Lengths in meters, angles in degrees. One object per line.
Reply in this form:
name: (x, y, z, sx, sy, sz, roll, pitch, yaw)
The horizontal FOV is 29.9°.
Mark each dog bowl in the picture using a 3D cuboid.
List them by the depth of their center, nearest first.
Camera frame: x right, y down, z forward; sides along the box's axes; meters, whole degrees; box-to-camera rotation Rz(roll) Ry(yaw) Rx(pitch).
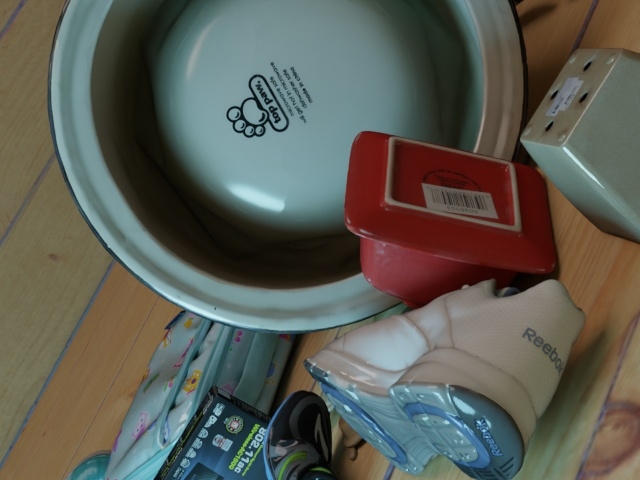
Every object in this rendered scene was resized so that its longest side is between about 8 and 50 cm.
dog bowl: (-0.024, -0.127, 1.075, 0.408, 0.408, 0.150, -57, -3, 4)

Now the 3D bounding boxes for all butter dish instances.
butter dish: (0.090, 0.002, 0.935, 0.160, 0.160, 0.118, -82, 5, -57)

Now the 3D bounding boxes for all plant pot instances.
plant pot: (0.197, -0.068, 0.775, 0.109, 0.096, 0.109, -58, 16, 1)

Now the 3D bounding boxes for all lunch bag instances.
lunch bag: (-0.127, 0.166, 1.316, 0.224, 0.108, 0.279, -44, 21, 43)

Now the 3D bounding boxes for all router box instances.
router box: (-0.094, 0.214, 1.153, 0.122, 0.092, 0.038, -58, 16, 3)

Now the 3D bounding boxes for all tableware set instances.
tableware set: (0.048, 0.107, 1.053, 0.169, 0.020, 0.141, -57, 13, 11)

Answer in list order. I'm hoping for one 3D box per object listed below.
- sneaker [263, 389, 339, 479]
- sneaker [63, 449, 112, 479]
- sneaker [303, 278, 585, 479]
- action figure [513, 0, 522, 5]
sneaker: (-0.007, 0.200, 0.975, 0.078, 0.067, 0.188, -41, 28, 33)
sneaker: (-0.296, 0.400, 1.422, 0.302, 0.108, 0.121, -65, 15, 7)
sneaker: (0.088, 0.092, 0.850, 0.129, 0.111, 0.297, -47, 15, -19)
action figure: (0.079, -0.234, 1.286, 0.341, 0.178, 0.330, -24, -13, -32)
